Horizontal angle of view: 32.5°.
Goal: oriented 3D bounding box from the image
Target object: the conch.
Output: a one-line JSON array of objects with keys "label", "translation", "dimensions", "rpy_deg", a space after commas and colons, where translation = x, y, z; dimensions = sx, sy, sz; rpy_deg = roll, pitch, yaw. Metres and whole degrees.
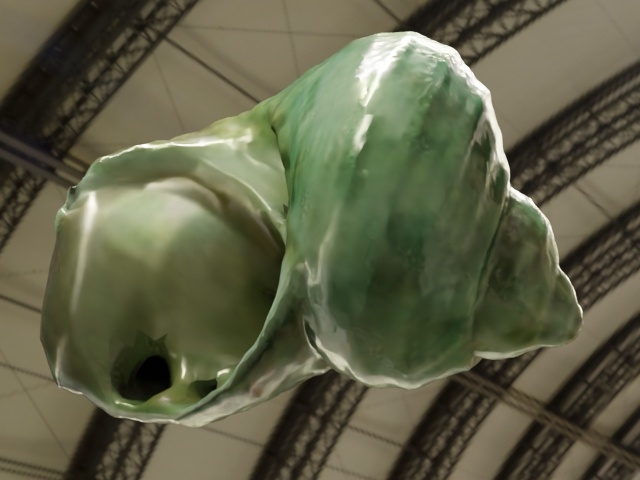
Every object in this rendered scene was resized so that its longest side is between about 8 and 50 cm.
[{"label": "conch", "translation": [-0.001, 0.002, 0.428], "dimensions": [0.122, 0.188, 0.175], "rpy_deg": [52, -128, -33]}]
